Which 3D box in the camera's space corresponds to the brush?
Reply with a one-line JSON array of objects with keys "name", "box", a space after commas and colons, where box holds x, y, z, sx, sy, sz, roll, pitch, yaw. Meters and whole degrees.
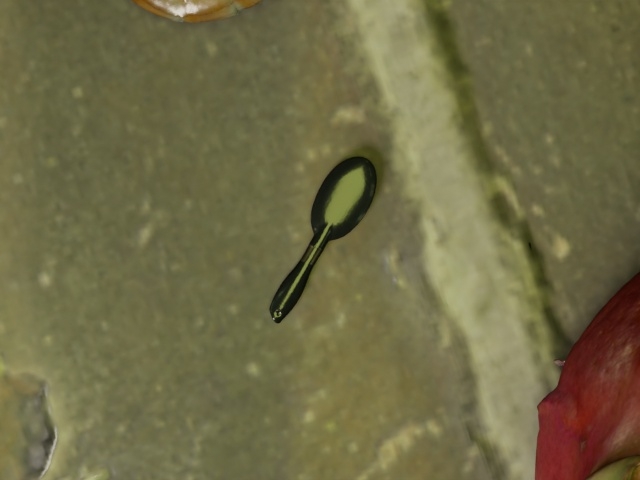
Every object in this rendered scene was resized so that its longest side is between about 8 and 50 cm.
[{"name": "brush", "box": [0.000, 0.000, 0.736, 0.024, 0.008, 0.083, 29, 92, -6]}]

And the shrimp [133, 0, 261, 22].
[{"name": "shrimp", "box": [-0.025, -0.162, 0.717, 0.162, 0.045, 0.095, -37, 74, 4]}]

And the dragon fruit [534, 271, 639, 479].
[{"name": "dragon fruit", "box": [0.222, 0.120, 0.663, 0.290, 0.189, 0.291, 0, 93, -3]}]
